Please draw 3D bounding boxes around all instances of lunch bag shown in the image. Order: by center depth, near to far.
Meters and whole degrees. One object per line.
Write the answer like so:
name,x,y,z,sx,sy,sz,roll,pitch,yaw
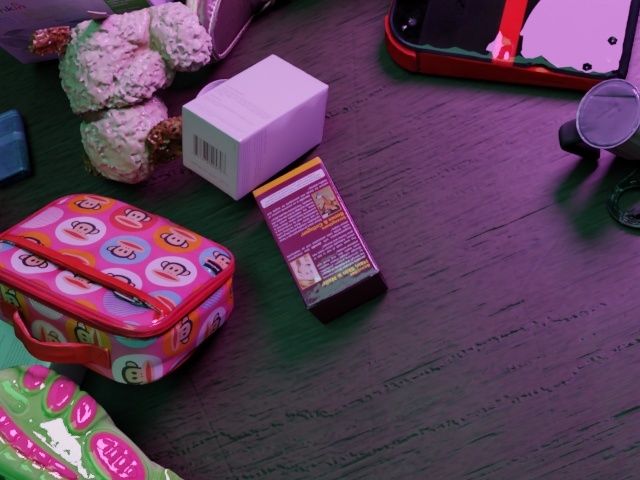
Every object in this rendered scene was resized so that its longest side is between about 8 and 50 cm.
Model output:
lunch bag,-0.282,0.064,1.121,0.293,0.120,0.258,21,36,20

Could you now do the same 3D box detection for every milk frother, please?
milk frother,0.373,-0.101,1.061,0.129,0.134,0.143,-36,58,34

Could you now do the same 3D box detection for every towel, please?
towel,-0.488,-0.144,1.368,0.067,0.029,0.119,-21,66,7

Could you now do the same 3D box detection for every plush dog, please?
plush dog,-0.281,-0.191,1.228,0.262,0.210,0.225,-8,98,46

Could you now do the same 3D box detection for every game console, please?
game console,0.287,-0.401,1.247,0.342,0.060,0.387,11,74,15

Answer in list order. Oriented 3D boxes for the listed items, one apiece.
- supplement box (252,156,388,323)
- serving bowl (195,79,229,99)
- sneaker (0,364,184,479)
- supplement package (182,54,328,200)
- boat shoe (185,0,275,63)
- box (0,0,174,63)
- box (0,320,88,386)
supplement box,0.000,0.000,1.154,0.104,0.081,0.188,-28,65,4
serving bowl,-0.144,-0.195,1.294,0.083,0.027,0.083,-5,69,13
sneaker,-0.249,0.359,1.057,0.483,0.202,0.185,48,50,11
supplement package,-0.087,-0.155,1.182,0.105,0.105,0.179,33,50,24
boat shoe,-0.095,-0.412,1.315,0.123,0.123,0.342,14,68,21
box,-0.370,-0.377,1.287,0.262,0.231,0.127,-8,81,4
box,-0.413,0.154,1.203,0.170,0.091,0.130,14,74,20
